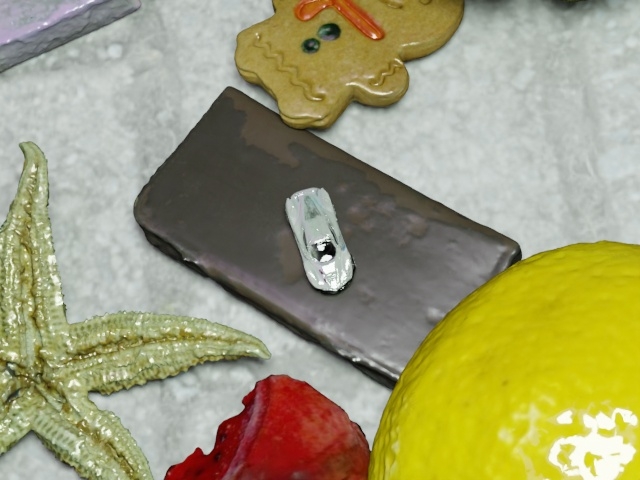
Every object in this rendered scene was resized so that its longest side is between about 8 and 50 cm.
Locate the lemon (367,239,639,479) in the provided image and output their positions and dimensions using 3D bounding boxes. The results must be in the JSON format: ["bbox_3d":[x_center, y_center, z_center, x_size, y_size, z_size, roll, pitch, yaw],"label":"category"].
[{"bbox_3d":[0.192,0.163,1.172,0.336,0.336,0.336,-3,67,8],"label":"lemon"}]

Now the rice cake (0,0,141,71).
[{"bbox_3d":[-0.339,-0.171,1.533,0.399,0.064,0.070,-25,73,-1],"label":"rice cake"}]

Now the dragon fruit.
[{"bbox_3d":[-0.057,0.288,1.263,0.282,0.100,0.343,42,83,10],"label":"dragon fruit"}]

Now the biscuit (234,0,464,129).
[{"bbox_3d":[0.035,-0.192,1.479,0.225,0.036,0.166,-34,62,-15],"label":"biscuit"}]

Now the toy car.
[{"bbox_3d":[0.000,0.000,1.380,0.041,0.025,0.093,-20,64,-2],"label":"toy car"}]

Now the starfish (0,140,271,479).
[{"bbox_3d":[-0.237,0.125,1.385,0.347,0.078,0.358,-36,78,-11],"label":"starfish"}]

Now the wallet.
[{"bbox_3d":[0.001,-0.001,1.417,0.309,0.042,0.165,30,73,18],"label":"wallet"}]
